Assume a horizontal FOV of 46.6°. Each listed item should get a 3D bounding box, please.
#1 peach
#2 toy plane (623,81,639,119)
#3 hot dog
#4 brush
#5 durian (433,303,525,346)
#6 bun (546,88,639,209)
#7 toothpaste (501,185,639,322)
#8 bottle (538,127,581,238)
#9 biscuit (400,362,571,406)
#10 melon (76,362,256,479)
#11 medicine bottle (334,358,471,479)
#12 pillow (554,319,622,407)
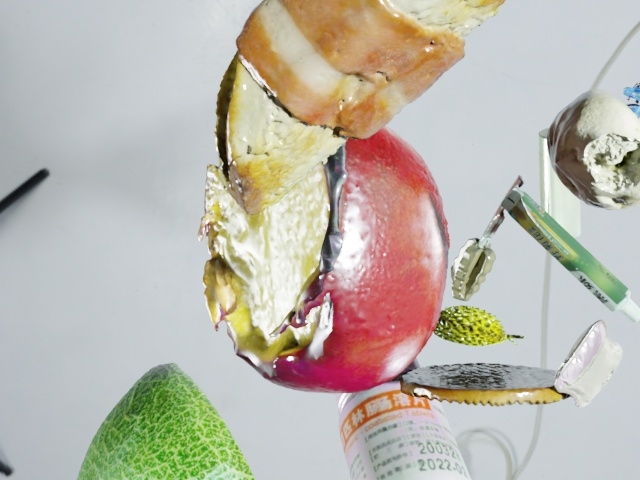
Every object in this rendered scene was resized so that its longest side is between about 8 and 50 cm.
[{"bbox_3d":[0.000,0.000,1.063,0.339,0.353,0.416,18,139,45],"label":"peach"},{"bbox_3d":[0.808,-0.351,1.716,0.169,0.078,0.246,27,144,4],"label":"toy plane"},{"bbox_3d":[0.015,-0.124,0.449,0.262,0.123,0.093,-37,60,22],"label":"hot dog"},{"bbox_3d":[0.341,-0.007,1.534,0.071,0.084,0.301,15,124,-10],"label":"brush"},{"bbox_3d":[0.329,0.190,1.612,0.216,0.100,0.086,9,77,25],"label":"durian"},{"bbox_3d":[0.391,-0.114,1.024,0.128,0.193,0.178,-39,90,15],"label":"bun"},{"bbox_3d":[0.291,0.017,0.858,0.031,0.049,0.204,-39,77,-23],"label":"toothpaste"},{"bbox_3d":[0.436,-0.102,1.354,0.072,0.072,0.201,-4,114,12],"label":"bottle"},{"bbox_3d":[0.303,0.262,1.358,0.318,0.318,0.040,-1,89,12],"label":"biscuit"},{"bbox_3d":[-0.199,0.376,1.077,0.226,0.344,0.331,41,70,-28],"label":"melon"},{"bbox_3d":[0.154,0.399,1.467,0.219,0.388,0.219,-6,129,-8],"label":"medicine bottle"},{"bbox_3d":[0.434,0.203,1.193,0.038,0.233,0.130,32,87,38],"label":"pillow"}]
